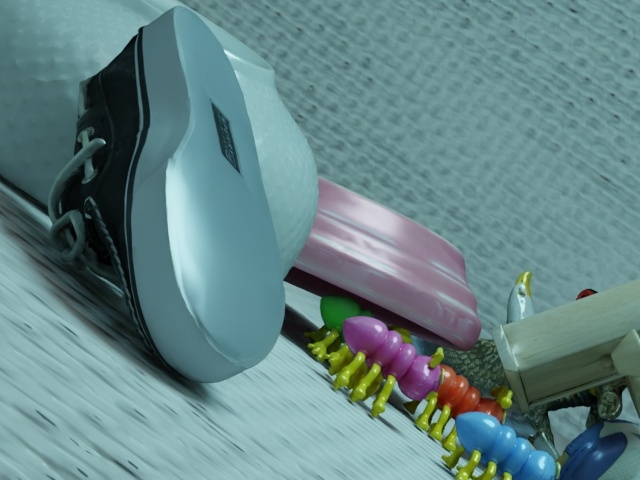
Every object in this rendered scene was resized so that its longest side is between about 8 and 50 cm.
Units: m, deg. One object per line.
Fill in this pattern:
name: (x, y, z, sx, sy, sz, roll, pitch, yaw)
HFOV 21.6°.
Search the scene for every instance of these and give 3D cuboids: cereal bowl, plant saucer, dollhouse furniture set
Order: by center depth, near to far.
cereal bowl: (-0.137, -0.107, 1.226, 0.339, 0.141, 0.339, 31, 8, -5)
dollhouse furniture set: (0.287, 0.228, 1.434, 0.303, 0.174, 0.355, 61, 11, -64)
plant saucer: (0.000, 0.000, 1.522, 0.332, 0.084, 0.332, 25, -4, 2)

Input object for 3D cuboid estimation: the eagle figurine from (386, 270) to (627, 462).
eagle figurine: (0.191, 0.137, 1.891, 0.298, 0.225, 0.226, 7, -41, -4)

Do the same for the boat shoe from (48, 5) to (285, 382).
boat shoe: (-0.097, -0.020, 0.934, 0.113, 0.105, 0.306, 49, 18, -38)

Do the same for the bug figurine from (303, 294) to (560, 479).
bug figurine: (0.091, 0.123, 1.359, 0.216, 0.072, 0.279, 36, 2, -10)

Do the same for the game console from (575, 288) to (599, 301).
game console: (0.470, 0.229, 1.921, 0.342, 0.060, 0.386, 44, -4, 43)

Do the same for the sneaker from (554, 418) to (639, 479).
sneaker: (0.338, 0.271, 1.668, 0.296, 0.112, 0.131, 30, 10, -47)
